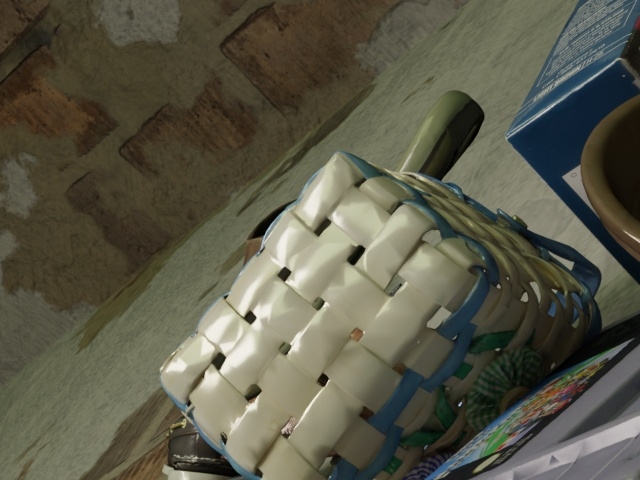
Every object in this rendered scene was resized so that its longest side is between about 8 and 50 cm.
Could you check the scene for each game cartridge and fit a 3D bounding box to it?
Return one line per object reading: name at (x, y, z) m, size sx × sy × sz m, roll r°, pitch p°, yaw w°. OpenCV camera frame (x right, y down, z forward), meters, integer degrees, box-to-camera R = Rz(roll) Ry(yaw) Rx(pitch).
game cartridge at (0.170, 0.078, 0.802) m, size 0.355 × 0.068 × 0.230 m, roll -32°, pitch 3°, yaw -43°

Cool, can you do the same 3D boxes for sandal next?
sandal at (0.001, -0.001, 1.154) m, size 0.303 × 0.086 × 0.120 m, roll -52°, pitch 2°, yaw 24°

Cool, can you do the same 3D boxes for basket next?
basket at (0.052, 0.087, 1.017) m, size 0.254 × 0.201 × 0.289 m, roll -53°, pitch -25°, yaw 6°

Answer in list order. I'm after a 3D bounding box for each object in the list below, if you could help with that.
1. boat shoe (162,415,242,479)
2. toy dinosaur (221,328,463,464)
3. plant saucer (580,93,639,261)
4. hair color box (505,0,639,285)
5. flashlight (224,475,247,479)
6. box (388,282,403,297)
boat shoe at (-0.103, 0.190, 1.493) m, size 0.228 × 0.081 × 0.068 m, roll 138°, pitch 138°, yaw -83°
toy dinosaur at (-0.007, 0.138, 1.294) m, size 0.296 × 0.127 × 0.200 m, roll -36°, pitch 11°, yaw 32°
plant saucer at (0.258, -0.019, 0.738) m, size 0.278 × 0.041 × 0.278 m, roll -2°, pitch 26°, yaw 1°
hair color box at (0.265, -0.118, 1.148) m, size 0.105 × 0.174 × 0.347 m, roll -36°, pitch 13°, yaw 37°
flashlight at (-0.121, 0.256, 1.359) m, size 0.304 × 0.103 × 0.103 m, roll -27°, pitch 46°, yaw 57°
box at (0.060, 0.080, 1.587) m, size 0.083 × 0.018 × 0.067 m, roll -44°, pitch 10°, yaw -1°
